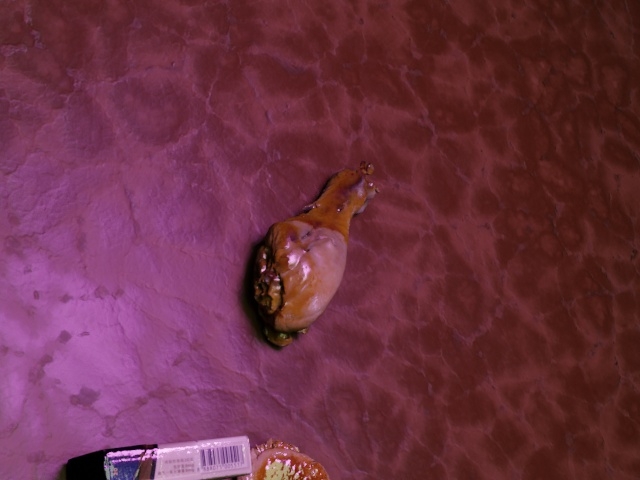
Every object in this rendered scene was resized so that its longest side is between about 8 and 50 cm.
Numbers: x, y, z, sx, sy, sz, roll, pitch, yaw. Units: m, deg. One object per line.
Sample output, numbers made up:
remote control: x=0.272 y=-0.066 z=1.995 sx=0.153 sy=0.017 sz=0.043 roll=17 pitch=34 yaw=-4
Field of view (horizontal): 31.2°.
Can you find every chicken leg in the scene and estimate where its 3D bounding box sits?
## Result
chicken leg: x=0.000 y=0.000 z=2.192 sx=0.201 sy=0.153 sz=0.429 roll=53 pitch=45 yaw=-22

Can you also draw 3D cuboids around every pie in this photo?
pie: x=-0.060 y=0.443 z=2.024 sx=0.194 sy=0.079 sz=0.163 roll=29 pitch=68 yaw=-25

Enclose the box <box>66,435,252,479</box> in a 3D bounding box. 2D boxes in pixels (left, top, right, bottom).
box: x=-0.262 y=0.367 z=1.861 sx=0.259 sy=0.168 sz=0.071 roll=2 pitch=74 yaw=-34
